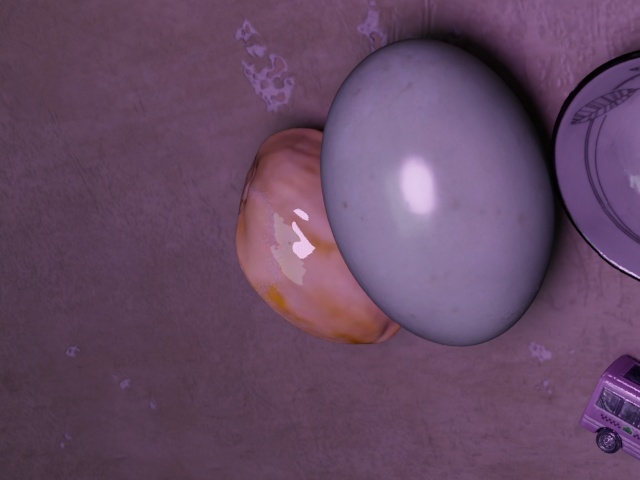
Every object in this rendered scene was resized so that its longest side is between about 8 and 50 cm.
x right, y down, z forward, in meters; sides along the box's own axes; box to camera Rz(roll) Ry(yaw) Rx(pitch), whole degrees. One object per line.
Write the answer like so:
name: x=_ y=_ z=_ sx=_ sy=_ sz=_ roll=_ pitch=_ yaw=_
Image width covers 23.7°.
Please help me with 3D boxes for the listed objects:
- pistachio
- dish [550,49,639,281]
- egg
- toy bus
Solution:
pistachio: x=0.000 y=0.000 z=2.041 sx=0.230 sy=0.230 sz=0.308 roll=-25 pitch=103 yaw=41
dish: x=0.426 y=-0.093 z=1.760 sx=0.317 sy=0.106 sz=0.316 roll=18 pitch=126 yaw=26
egg: x=0.143 y=-0.056 z=1.859 sx=0.276 sy=0.276 sz=0.388 roll=-4 pitch=109 yaw=36
toy bus: x=0.440 y=0.234 z=1.934 sx=0.199 sy=0.096 sz=0.108 roll=29 pitch=123 yaw=23
